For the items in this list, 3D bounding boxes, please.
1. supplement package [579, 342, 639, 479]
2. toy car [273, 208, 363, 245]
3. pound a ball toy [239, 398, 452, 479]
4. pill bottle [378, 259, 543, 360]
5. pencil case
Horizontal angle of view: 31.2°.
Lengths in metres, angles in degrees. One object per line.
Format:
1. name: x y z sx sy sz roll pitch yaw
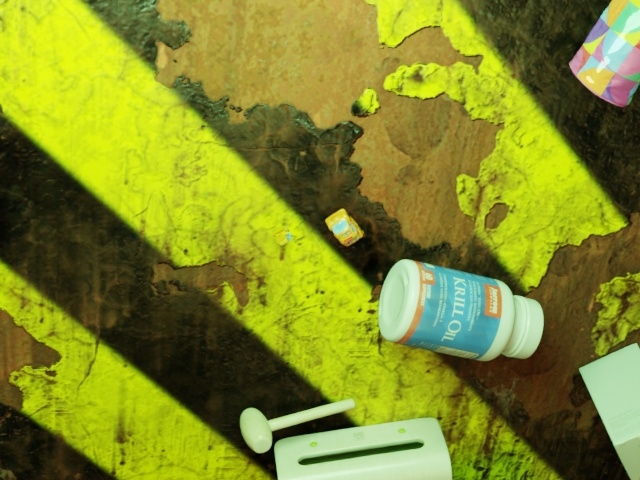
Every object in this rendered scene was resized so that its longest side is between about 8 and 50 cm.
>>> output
1. supplement package: 0.493 0.269 1.797 0.105 0.179 0.105 -27 124 10
2. toy car: 0.000 0.000 1.619 0.122 0.040 0.060 -19 125 4
3. pound a ball toy: 0.043 0.360 1.817 0.319 0.135 0.208 -7 125 -5
4. pill bottle: 0.207 0.108 1.676 0.222 0.124 0.124 12 122 -17
5. pencil case: 0.419 -0.285 1.456 0.104 0.104 0.236 23 119 -23
